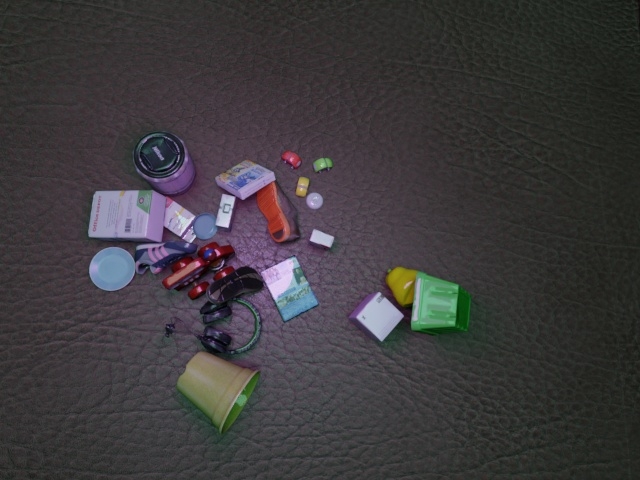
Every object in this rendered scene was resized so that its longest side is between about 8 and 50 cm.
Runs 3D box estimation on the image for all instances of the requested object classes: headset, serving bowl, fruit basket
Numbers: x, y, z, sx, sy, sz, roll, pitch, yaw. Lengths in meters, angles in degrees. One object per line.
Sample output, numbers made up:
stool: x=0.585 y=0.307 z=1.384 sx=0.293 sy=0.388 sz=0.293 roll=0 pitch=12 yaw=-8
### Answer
headset: x=-0.438 y=0.355 z=1.763 sx=0.393 sy=0.185 sz=0.244 roll=2 pitch=79 yaw=-18
serving bowl: x=-0.026 y=-0.188 z=1.991 sx=0.083 sy=0.027 sz=0.084 roll=1 pitch=81 yaw=-8
fruit basket: x=0.443 y=0.261 z=1.847 sx=0.391 sy=0.392 sz=0.283 roll=10 pitch=78 yaw=-5

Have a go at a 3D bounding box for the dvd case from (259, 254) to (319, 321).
dvd case: x=-0.140 y=0.215 z=1.908 sx=0.180 sy=0.022 sz=0.253 roll=-26 pitch=84 yaw=-10

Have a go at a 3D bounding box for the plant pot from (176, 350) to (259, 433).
plant pot: x=-0.423 y=0.584 z=1.704 sx=0.253 sy=0.276 sz=0.276 roll=29 pitch=78 yaw=10

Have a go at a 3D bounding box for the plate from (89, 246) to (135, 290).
plate: x=-0.896 y=0.123 z=1.828 sx=0.188 sy=0.024 sz=0.188 roll=1 pitch=79 yaw=-7

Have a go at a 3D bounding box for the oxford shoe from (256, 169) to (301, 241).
oxford shoe: x=-0.192 y=-0.157 z=1.937 sx=0.132 sy=0.130 sz=0.364 roll=1 pitch=65 yaw=-47

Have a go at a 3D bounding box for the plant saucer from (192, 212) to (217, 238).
plant saucer: x=-0.517 y=-0.065 z=1.886 sx=0.119 sy=0.021 sz=0.120 roll=-12 pitch=109 yaw=-37

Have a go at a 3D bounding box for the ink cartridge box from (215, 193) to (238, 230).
ink cartridge box: x=-0.416 y=-0.138 z=1.894 sx=0.060 sy=0.104 sz=0.180 roll=11 pitch=78 yaw=-4

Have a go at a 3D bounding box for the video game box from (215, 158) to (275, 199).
video game box: x=-0.335 y=-0.275 z=1.880 sx=0.187 sy=0.048 sz=0.205 roll=-36 pitch=47 yaw=-29

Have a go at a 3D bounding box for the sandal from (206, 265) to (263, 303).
sandal: x=-0.368 y=0.192 z=1.794 sx=0.302 sy=0.086 sz=0.120 roll=-16 pitch=73 yaw=-49

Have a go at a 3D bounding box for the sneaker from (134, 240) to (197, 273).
sneaker: x=-0.648 y=0.075 z=1.773 sx=0.318 sy=0.112 sz=0.131 roll=-7 pitch=72 yaw=27

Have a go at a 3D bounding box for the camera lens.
camera lens: x=-0.659 y=-0.322 z=1.809 sx=0.219 sy=0.274 sz=0.220 roll=1 pitch=80 yaw=-7

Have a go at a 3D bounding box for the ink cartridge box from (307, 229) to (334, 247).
ink cartridge box: x=0.000 y=0.000 z=1.907 sx=0.099 sy=0.135 sz=0.056 roll=20 pitch=81 yaw=-3

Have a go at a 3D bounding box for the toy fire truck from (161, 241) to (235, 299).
toy fire truck: x=-0.493 y=0.115 z=1.762 sx=0.302 sy=0.254 sz=0.169 roll=-33 pitch=86 yaw=-11

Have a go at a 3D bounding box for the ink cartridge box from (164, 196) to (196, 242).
ink cartridge box: x=-0.630 y=-0.089 z=1.876 sx=0.198 sy=0.067 sz=0.115 roll=34 pitch=78 yaw=0

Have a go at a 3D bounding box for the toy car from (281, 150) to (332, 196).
toy car: x=-0.046 y=-0.345 z=2.003 sx=0.224 sy=0.053 sz=0.239 roll=-20 pitch=83 yaw=-10

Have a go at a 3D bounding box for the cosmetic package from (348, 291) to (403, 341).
cosmetic package: x=0.240 y=0.333 z=1.852 sx=0.151 sy=0.184 sz=0.151 roll=43 pitch=78 yaw=2

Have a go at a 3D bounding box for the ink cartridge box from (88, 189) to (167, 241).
ink cartridge box: x=-0.814 y=-0.100 z=1.790 sx=0.277 sy=0.117 sz=0.202 roll=1 pitch=79 yaw=13
